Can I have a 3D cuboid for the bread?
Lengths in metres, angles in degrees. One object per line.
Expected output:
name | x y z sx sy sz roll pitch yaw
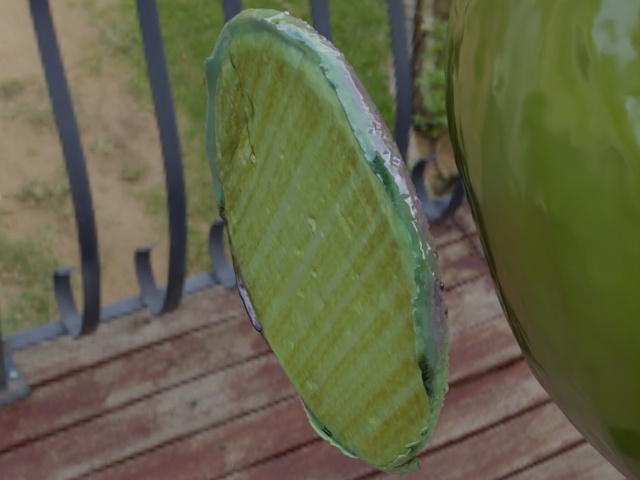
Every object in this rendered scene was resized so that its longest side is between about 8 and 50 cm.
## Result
bread | 0.003 0.003 0.815 0.045 0.301 0.301 -19 53 -20

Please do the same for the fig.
fig | 0.202 -0.045 0.501 0.344 0.343 0.343 5 47 -5
